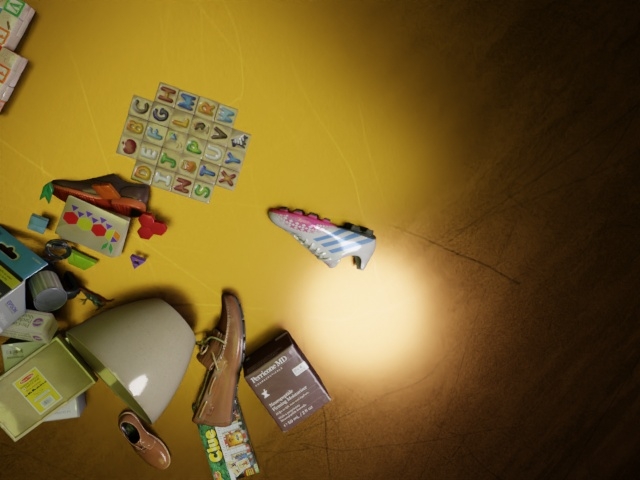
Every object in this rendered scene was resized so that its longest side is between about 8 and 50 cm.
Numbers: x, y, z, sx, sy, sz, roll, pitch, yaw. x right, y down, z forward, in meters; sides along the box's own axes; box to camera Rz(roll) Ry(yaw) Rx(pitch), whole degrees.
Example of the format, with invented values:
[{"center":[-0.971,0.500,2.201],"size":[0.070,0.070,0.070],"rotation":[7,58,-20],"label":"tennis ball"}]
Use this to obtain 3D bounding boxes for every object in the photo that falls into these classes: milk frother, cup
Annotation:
[{"center":[-0.720,0.090,1.704],"size":[0.129,0.134,0.143],"rotation":[-14,135,-31],"label":"milk frother"},{"center":[-0.481,0.292,1.717],"size":[0.237,0.331,0.331],"rotation":[-44,102,-27],"label":"cup"}]

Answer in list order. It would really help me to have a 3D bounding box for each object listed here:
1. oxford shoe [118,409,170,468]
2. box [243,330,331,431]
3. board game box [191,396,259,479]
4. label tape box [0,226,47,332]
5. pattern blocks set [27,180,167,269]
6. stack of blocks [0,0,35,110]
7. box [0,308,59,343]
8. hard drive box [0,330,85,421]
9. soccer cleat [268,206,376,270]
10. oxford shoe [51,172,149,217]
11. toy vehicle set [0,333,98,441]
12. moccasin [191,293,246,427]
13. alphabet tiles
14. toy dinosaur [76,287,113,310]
[{"center":[-0.516,0.592,1.841],"size":[0.076,0.076,0.212],"rotation":[-39,102,-5],"label":"oxford shoe"},{"center":[-0.102,0.403,1.835],"size":[0.169,0.167,0.203],"rotation":[-35,100,-4],"label":"box"},{"center":[-0.283,0.594,1.900],"size":[0.136,0.030,0.259],"rotation":[-16,98,-5],"label":"board game box"},{"center":[-0.900,0.141,1.634],"size":[0.249,0.115,0.348],"rotation":[30,56,25],"label":"label tape box"},{"center":[-0.612,-0.036,1.722],"size":[0.325,0.026,0.285],"rotation":[33,116,-18],"label":"pattern blocks set"},{"center":[-0.863,-0.501,1.655],"size":[0.171,0.087,0.297],"rotation":[28,91,-11],"label":"stack of blocks"},{"center":[-0.866,0.209,1.690],"size":[0.324,0.063,0.067],"rotation":[9,52,8],"label":"box"},{"center":[-0.768,0.380,1.769],"size":[0.181,0.089,0.231],"rotation":[-5,97,-8],"label":"hard drive box"},{"center":[0.000,0.000,1.831],"size":[0.332,0.116,0.143],"rotation":[15,94,-11],"label":"soccer cleat"},{"center":[-0.608,-0.136,1.750],"size":[0.272,0.097,0.098],"rotation":[12,65,-6],"label":"oxford shoe"},{"center":[-0.761,0.395,1.707],"size":[0.267,0.035,0.166],"rotation":[-36,100,-4],"label":"toy vehicle set"},{"center":[-0.298,0.339,1.816],"size":[0.147,0.139,0.379],"rotation":[9,97,-14],"label":"moccasin"},{"center":[-0.384,-0.273,1.794],"size":[0.343,0.011,0.284],"rotation":[18,94,-10],"label":"alphabet tiles"},{"center":[-0.650,0.161,1.799],"size":[0.090,0.047,0.082],"rotation":[-33,92,-37],"label":"toy dinosaur"}]
